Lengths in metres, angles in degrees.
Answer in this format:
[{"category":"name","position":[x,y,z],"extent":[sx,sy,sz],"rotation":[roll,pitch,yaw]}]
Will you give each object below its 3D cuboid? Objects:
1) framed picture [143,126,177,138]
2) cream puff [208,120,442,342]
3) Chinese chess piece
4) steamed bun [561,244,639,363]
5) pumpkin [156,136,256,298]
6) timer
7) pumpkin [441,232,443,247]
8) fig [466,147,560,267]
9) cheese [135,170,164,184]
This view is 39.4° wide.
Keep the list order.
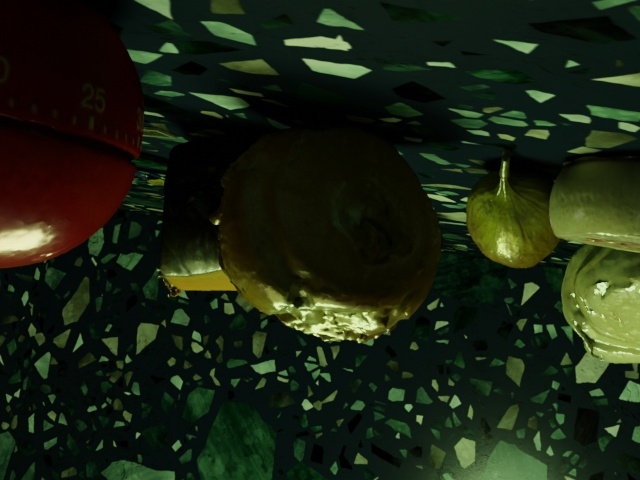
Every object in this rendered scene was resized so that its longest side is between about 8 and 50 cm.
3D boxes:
[{"category":"framed picture","position":[-0.310,-0.194,1.596],"extent":[0.089,0.007,0.066],"rotation":[7,176,25]},{"category":"cream puff","position":[0.000,0.000,1.272],"extent":[0.342,0.327,0.231],"rotation":[-28,176,-33]},{"category":"Chinese chess piece","position":[0.463,-0.044,1.268],"extent":[0.269,0.112,0.270],"rotation":[9,177,0]},{"category":"steamed bun","position":[0.652,0.088,1.744],"extent":[0.324,0.230,0.372],"rotation":[23,148,7]},{"category":"pumpkin","position":[-0.152,-0.044,1.512],"extent":[0.225,0.303,0.256],"rotation":[2,135,-5]},{"category":"timer","position":[-0.363,-0.118,0.865],"extent":[0.377,0.279,0.378],"rotation":[7,179,0]},{"category":"pumpkin","position":[0.205,-0.009,2.199],"extent":[0.194,0.150,0.194],"rotation":[35,-165,-11]},{"category":"fig","position":[0.295,-0.063,1.366],"extent":[0.159,0.159,0.257],"rotation":[7,155,21]},{"category":"cheese","position":[-0.348,-0.130,2.211],"extent":[0.250,0.064,0.156],"rotation":[18,175,0]}]
